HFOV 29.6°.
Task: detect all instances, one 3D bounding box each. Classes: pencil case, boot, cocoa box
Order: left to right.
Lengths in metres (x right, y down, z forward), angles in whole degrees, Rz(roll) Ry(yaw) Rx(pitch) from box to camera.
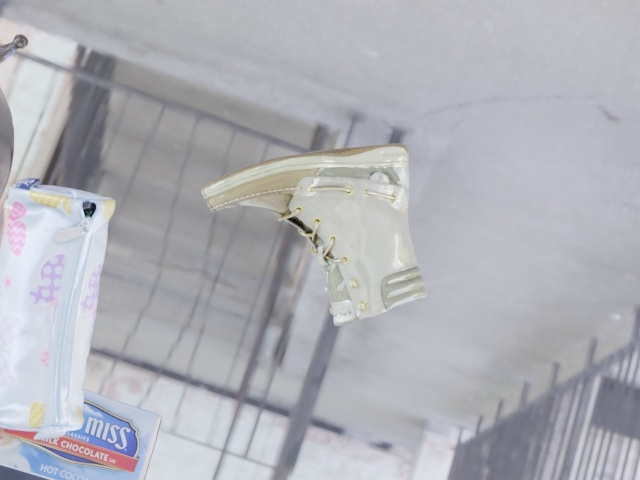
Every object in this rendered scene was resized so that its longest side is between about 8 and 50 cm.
[{"bbox_3d":[-0.433,0.291,1.626,0.347,0.228,0.231,25,159,-30],"label":"cocoa box"},{"bbox_3d":[-0.295,0.073,1.316,0.124,0.273,0.113,10,-179,36],"label":"pencil case"},{"bbox_3d":[0.000,0.000,1.138,0.213,0.165,0.077,-10,-179,-27],"label":"boot"}]

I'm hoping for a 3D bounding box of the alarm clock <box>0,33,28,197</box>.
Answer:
[{"bbox_3d":[-0.228,-0.030,0.602,0.129,0.192,0.064,21,167,14],"label":"alarm clock"}]
